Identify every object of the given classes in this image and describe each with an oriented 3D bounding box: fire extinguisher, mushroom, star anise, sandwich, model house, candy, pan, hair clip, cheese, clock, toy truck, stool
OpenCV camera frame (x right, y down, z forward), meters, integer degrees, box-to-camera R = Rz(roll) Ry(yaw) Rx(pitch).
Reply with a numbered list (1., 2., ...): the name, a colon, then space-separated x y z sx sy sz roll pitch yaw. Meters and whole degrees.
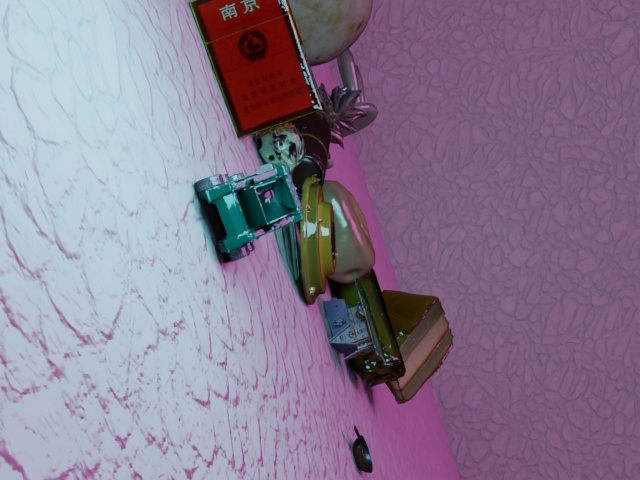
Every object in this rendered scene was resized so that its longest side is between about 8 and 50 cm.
1. fire extinguisher: -0.031 -0.206 1.836 0.341 0.105 0.142 -84 -176 -64
2. mushroom: -0.039 -0.534 1.896 0.297 0.297 0.290 62 7 -50
3. star anise: 0.025 -0.334 2.362 0.065 0.195 0.182 -120 -136 -54
4. sandwich: 0.161 0.242 2.051 0.227 0.198 0.155 -45 126 -36
5. model house: 0.061 0.171 1.733 0.117 0.088 0.167 53 19 -65
6. candy: -0.062 -0.075 1.593 0.091 0.083 0.306 8 69 -39
7. pan: 0.067 0.368 1.571 0.068 0.023 0.115 -96 168 -51
8. hair clip: -0.022 -0.235 2.115 0.138 0.102 0.123 30 -14 -27
9. cheese: 0.033 -0.027 1.847 0.218 0.117 0.235 -83 148 -68
10. clock: 0.000 0.000 1.610 0.237 0.057 0.237 -2 90 -84
11. toy truck: -0.081 -0.048 1.179 0.216 0.116 0.110 -50 121 -80
12. stool: 0.043 -0.412 2.507 0.195 0.195 0.199 31 39 -77

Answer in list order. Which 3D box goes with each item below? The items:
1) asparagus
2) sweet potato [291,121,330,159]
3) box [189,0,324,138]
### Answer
1. asparagus: 0.087 0.140 1.923 0.128 0.108 0.382 57 15 -54
2. sweet potato: -0.054 -0.286 2.035 0.078 0.058 0.255 -3 56 -36
3. box: -0.103 -0.308 1.473 0.074 0.153 0.240 -59 130 -75
